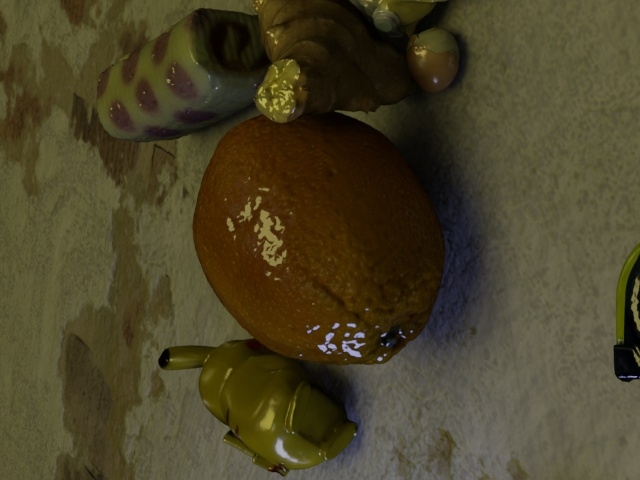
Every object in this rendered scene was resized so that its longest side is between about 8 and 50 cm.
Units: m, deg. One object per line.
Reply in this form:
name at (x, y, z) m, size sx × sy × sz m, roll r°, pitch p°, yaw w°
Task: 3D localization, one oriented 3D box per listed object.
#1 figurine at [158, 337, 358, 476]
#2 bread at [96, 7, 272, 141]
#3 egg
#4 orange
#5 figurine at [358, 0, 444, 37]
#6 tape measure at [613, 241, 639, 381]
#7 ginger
figurine at (-0.088, 0.254, 1.872) m, size 0.169 × 0.218 × 0.327 m, roll -47°, pitch 34°, yaw -7°
bread at (-0.216, -0.262, 1.984) m, size 0.338 × 0.187 × 0.155 m, roll -20°, pitch 75°, yaw 51°
egg at (0.149, -0.237, 1.591) m, size 0.071 × 0.071 × 0.083 m, roll 13°, pitch 121°, yaw 52°
orange at (0.000, 0.000, 1.595) m, size 0.357 × 0.322 × 0.322 m, roll 58°, pitch 135°, yaw 27°
figurine at (0.115, -0.344, 1.570) m, size 0.209 × 0.184 × 0.128 m, roll 1°, pitch 62°, yaw 22°
tape measure at (0.390, 0.067, 1.258) m, size 0.199 × 0.112 × 0.186 m, roll 2°, pitch 92°, yaw 52°
ginger at (0.009, -0.221, 1.605) m, size 0.166 × 0.236 × 0.375 m, roll -34°, pitch 32°, yaw 28°
